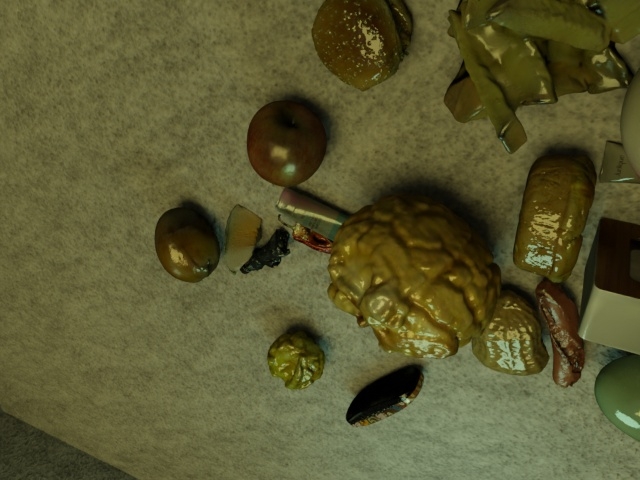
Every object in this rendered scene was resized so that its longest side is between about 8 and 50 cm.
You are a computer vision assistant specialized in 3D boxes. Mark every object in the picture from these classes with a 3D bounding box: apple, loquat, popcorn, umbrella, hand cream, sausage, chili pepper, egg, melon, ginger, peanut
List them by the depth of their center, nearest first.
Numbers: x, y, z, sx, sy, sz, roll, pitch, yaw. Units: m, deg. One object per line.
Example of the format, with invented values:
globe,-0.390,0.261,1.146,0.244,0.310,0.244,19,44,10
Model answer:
ginger,0.383,-0.362,0.980,0.358,0.211,0.414,19,130,12
hand cream,0.641,-0.137,1.113,0.186,0.054,0.087,13,124,28
popcorn,0.212,0.071,1.298,0.389,0.344,0.354,-6,101,-4
egg,0.768,0.363,1.307,0.282,0.203,0.203,14,129,14
apple,-0.081,-0.220,1.345,0.188,0.188,0.174,29,139,6
sausage,0.581,0.227,1.392,0.087,0.079,0.327,-12,119,17
peanut,0.458,0.228,1.433,0.196,0.110,0.233,5,126,41
hand cream,0.032,-0.036,1.504,0.312,0.070,0.111,27,131,4
chili pepper,0.000,0.000,1.561,0.267,0.050,0.059,26,101,7
melon,-0.218,0.010,1.652,0.093,0.203,0.139,6,163,2
umbrella,-0.159,0.048,1.673,0.071,0.080,0.224,19,146,-33
loquat,-0.390,0.013,1.691,0.179,0.179,0.228,-18,109,37
popcorn,-0.069,0.368,1.806,0.197,0.155,0.198,24,127,37

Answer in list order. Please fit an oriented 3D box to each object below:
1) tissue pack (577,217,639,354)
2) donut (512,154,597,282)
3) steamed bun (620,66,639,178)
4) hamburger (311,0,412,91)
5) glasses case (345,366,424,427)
tissue pack,0.616,0.088,1.158,0.159,0.246,0.136,14,130,18
donut,0.467,-0.043,1.169,0.128,0.208,0.262,13,124,21
steamed bun,0.632,-0.179,0.939,0.309,0.309,0.310,14,129,19
hamburger,0.073,-0.416,1.162,0.189,0.122,0.215,-24,108,41
glasses case,0.190,0.476,1.757,0.082,0.122,0.321,44,132,-5
